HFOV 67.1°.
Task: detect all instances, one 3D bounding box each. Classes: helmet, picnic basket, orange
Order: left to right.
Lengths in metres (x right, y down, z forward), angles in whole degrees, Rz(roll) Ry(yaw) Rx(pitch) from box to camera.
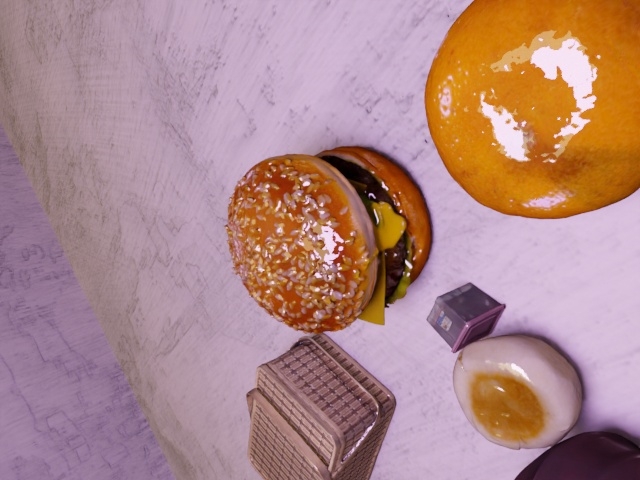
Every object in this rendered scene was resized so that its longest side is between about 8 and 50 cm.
[{"bbox_3d":[-0.017,0.370,0.940,0.228,0.175,0.313,36,130,34],"label":"picnic basket"},{"bbox_3d":[0.219,-0.137,0.455,0.240,0.171,0.240,23,128,33],"label":"orange"},{"bbox_3d":[0.305,0.346,0.551,0.177,0.224,0.306,-114,30,-48],"label":"helmet"}]

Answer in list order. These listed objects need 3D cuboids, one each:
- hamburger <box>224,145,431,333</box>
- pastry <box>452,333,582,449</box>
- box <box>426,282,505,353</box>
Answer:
[{"bbox_3d":[0.000,0.000,0.722,0.290,0.225,0.291,21,122,38],"label":"hamburger"},{"bbox_3d":[0.248,0.189,0.617,0.156,0.092,0.157,14,119,28],"label":"pastry"},{"bbox_3d":[0.196,0.102,0.659,0.063,0.084,0.060,45,137,37],"label":"box"}]
